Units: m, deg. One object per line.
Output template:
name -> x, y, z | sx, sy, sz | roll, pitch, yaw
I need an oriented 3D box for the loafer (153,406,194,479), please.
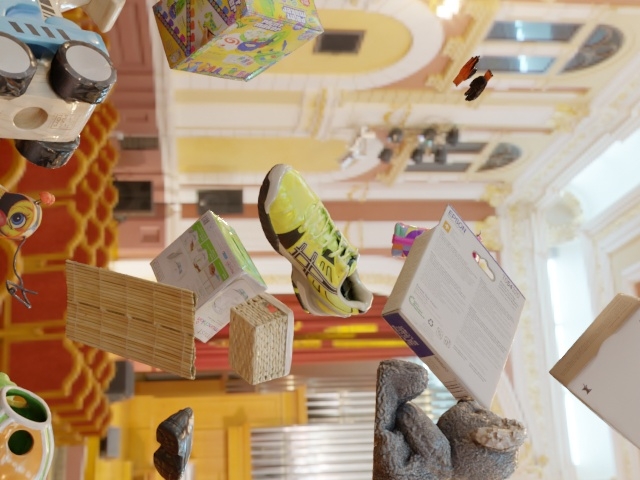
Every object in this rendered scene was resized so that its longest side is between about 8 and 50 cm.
loafer -> -0.234, 0.342, 1.425 | 0.061, 0.062, 0.170 | -43, 159, -43

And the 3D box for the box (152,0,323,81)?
box -> -0.201, -0.545, 2.138 | 0.279, 0.290, 0.177 | -25, -103, 35

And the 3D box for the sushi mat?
sushi mat -> -0.331, 0.132, 1.491 | 0.019, 0.316, 0.151 | -9, 107, -55

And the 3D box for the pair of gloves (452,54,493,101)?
pair of gloves -> 0.292, -0.310, 1.656 | 0.074, 0.010, 0.083 | -50, -135, 29

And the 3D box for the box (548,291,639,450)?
box -> 0.491, 0.207, 1.345 | 0.181, 0.182, 0.119 | -49, -179, 3

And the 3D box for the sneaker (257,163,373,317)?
sneaker -> 0.000, 0.000, 1.704 | 0.145, 0.147, 0.385 | -60, 140, -33

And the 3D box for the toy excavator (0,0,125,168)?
toy excavator -> -0.507, -0.367, 1.566 | 0.222, 0.433, 0.445 | -47, -121, 37

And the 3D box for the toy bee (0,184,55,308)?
toy bee -> -0.559, -0.054, 1.524 | 0.298, 0.162, 0.195 | 50, -7, -21

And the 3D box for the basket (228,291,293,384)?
basket -> -0.134, 0.216, 1.889 | 0.113, 0.103, 0.167 | 32, -54, 43

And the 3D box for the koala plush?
koala plush -> 0.188, 0.303, 1.271 | 0.196, 0.221, 0.203 | 87, 7, -53

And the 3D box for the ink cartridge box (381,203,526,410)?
ink cartridge box -> 0.297, 0.145, 1.873 | 0.071, 0.324, 0.330 | -22, -152, 43

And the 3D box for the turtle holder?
turtle holder -> -0.677, 0.430, 1.852 | 0.227, 0.243, 0.320 | -56, -175, 7

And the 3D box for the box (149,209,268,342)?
box -> -0.303, 0.092, 2.287 | 0.127, 0.231, 0.262 | 41, 10, -47

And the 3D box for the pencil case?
pencil case -> 0.295, 0.013, 2.192 | 0.104, 0.236, 0.104 | -27, 120, -59
